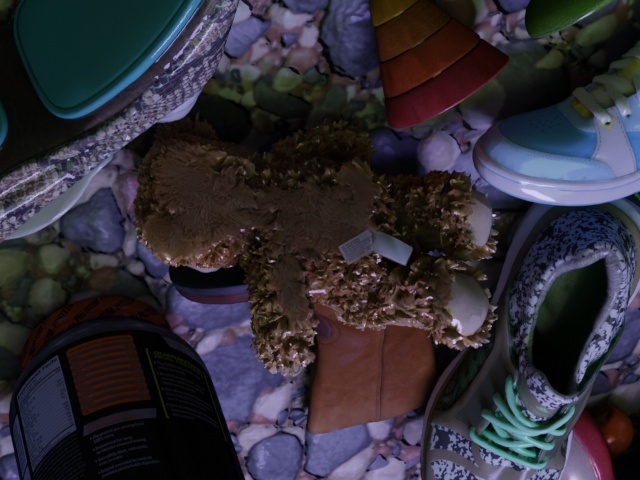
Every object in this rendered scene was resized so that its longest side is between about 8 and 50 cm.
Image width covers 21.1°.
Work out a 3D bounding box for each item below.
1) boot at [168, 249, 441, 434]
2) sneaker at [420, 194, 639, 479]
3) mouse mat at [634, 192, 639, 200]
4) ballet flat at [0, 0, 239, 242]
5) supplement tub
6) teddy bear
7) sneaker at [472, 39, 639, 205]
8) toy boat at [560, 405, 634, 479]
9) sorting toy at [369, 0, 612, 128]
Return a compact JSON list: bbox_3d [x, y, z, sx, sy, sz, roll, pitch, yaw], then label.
[{"bbox_3d":[-0.009,0.083,1.666,0.264,0.096,0.280,-18,139,-16],"label":"boot"},{"bbox_3d":[0.196,0.141,1.644,0.158,0.182,0.410,18,105,2],"label":"sneaker"},{"bbox_3d":[0.331,-0.061,1.706,0.190,0.007,0.153,-42,129,14],"label":"mouse mat"},{"bbox_3d":[-0.213,-0.106,1.395,0.483,0.164,0.182,-37,152,18],"label":"ballet flat"},{"bbox_3d":[-0.170,0.205,1.528,0.194,0.316,0.193,-10,130,-12],"label":"supplement tub"},{"bbox_3d":[0.000,0.000,1.497,0.338,0.245,0.113,-5,164,-17],"label":"teddy bear"},{"bbox_3d":[0.291,-0.152,1.545,0.319,0.127,0.208,-10,129,-20],"label":"sneaker"},{"bbox_3d":[0.282,0.239,1.861,0.151,0.151,0.231,-47,136,-21],"label":"toy boat"},{"bbox_3d":[0.183,-0.242,1.467,0.366,0.127,0.126,-33,101,4],"label":"sorting toy"}]
